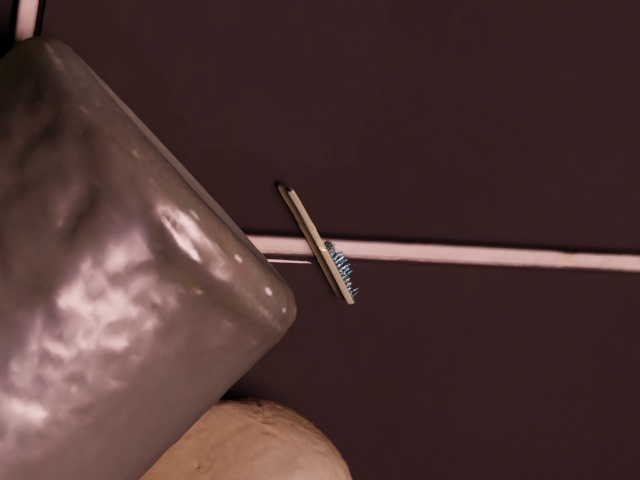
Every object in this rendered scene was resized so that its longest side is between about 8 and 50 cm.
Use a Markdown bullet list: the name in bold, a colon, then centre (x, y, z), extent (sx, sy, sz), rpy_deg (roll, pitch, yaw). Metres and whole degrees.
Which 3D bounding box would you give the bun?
- **bun**: centre (-0.074, 0.155, 0.968), extent (0.173, 0.113, 0.166), rpy_deg (-10, 129, -42)

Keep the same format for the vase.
- **vase**: centre (-0.165, 0.068, 0.830), extent (0.291, 0.245, 0.245), rpy_deg (-41, 124, -2)

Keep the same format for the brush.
- **brush**: centre (0.000, 0.000, 0.965), extent (0.013, 0.016, 0.083), rpy_deg (-38, 125, -12)
